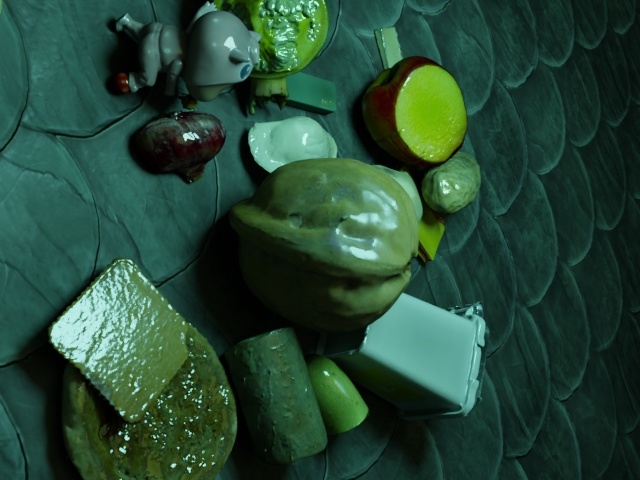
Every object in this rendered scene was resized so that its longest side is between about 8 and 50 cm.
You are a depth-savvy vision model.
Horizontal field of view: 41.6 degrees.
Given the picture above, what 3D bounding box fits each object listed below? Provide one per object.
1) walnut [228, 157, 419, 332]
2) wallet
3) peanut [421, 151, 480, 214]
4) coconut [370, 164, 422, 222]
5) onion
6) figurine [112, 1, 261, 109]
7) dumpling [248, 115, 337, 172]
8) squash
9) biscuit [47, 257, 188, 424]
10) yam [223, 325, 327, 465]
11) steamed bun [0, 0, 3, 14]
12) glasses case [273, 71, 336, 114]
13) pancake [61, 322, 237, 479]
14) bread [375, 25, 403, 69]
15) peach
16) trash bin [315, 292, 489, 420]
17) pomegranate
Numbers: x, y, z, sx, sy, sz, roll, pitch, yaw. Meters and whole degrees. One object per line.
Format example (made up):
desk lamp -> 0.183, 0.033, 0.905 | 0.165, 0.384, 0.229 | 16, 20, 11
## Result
walnut -> 0.010, 0.011, 1.721 | 0.384, 0.384, 0.383 | 12, 73, -43
wallet -> 0.238, -0.071, 2.196 | 0.241, 0.067, 0.141 | 53, 44, -29
peanut -> 0.343, -0.149, 2.204 | 0.313, 0.152, 0.152 | -45, 116, -72
coconut -> 0.135, -0.085, 1.994 | 0.224, 0.224, 0.224 | 12, 73, -43
onion -> -0.261, -0.195, 1.687 | 0.206, 0.098, 0.151 | -33, 103, -45
figurine -> -0.259, -0.357, 1.649 | 0.176, 0.288, 0.186 | -94, -177, -50
dumpling -> -0.048, -0.189, 1.879 | 0.216, 0.126, 0.166 | 21, 58, -58
squash -> 0.011, 0.324, 1.840 | 0.123, 0.123, 0.186 | -44, 108, -41
biscuit -> -0.343, 0.172, 1.500 | 0.232, 0.013, 0.237 | 51, 44, -16
yam -> -0.091, 0.306, 1.703 | 0.161, 0.161, 0.267 | -23, 98, -46
steamed bun -> -0.652, -0.448, 1.239 | 0.324, 0.230, 0.372 | 65, 9, 18
glasses case -> -0.039, -0.351, 1.987 | 0.184, 0.039, 0.077 | 7, 76, -45
pancake -> -0.302, 0.318, 1.550 | 0.382, 0.071, 0.382 | 14, 70, -42
bread -> 0.189, -0.498, 2.261 | 0.068, 0.028, 0.153 | -20, 97, -46
peach -> 0.243, -0.317, 2.125 | 0.274, 0.249, 0.245 | 54, 9, -15
trash bin -> 0.194, 0.233, 1.966 | 0.368, 0.256, 0.295 | 29, 63, -29
pomegranate -> -0.115, -0.435, 1.804 | 0.260, 0.261, 0.340 | -26, 131, -45
